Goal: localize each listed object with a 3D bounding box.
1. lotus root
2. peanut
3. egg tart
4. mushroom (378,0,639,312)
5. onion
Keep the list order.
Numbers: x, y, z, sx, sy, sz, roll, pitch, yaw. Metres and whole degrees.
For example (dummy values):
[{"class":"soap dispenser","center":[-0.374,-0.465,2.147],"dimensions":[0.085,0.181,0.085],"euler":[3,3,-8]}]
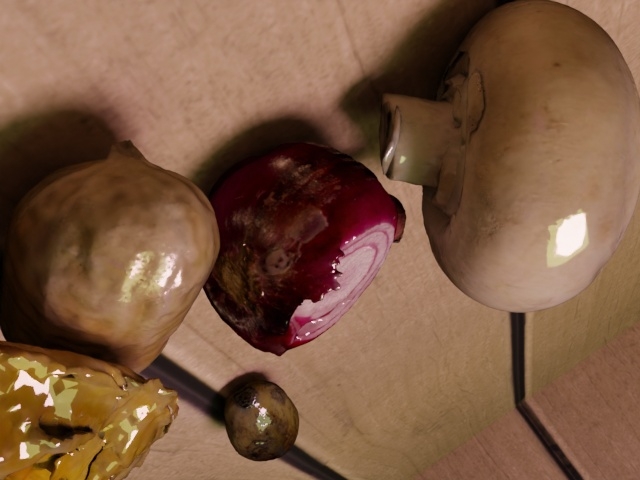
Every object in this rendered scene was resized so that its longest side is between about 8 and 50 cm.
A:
[{"class":"lotus root","center":[-0.071,0.219,1.256],"dimensions":[0.089,0.080,0.179],"euler":[-33,157,-6]},{"class":"peanut","center":[-0.145,0.021,0.678],"dimensions":[0.129,0.129,0.224],"euler":[-18,162,-36]},{"class":"egg tart","center":[-0.232,0.129,0.631],"dimensions":[0.297,0.132,0.297],"euler":[-2,157,-1]},{"class":"mushroom","center":[0.142,-0.070,0.828],"dimensions":[0.202,0.246,0.246],"euler":[11,145,-8]},{"class":"onion","center":[-0.011,-0.011,0.828],"dimensions":[0.198,0.135,0.173],"euler":[-32,162,-53]}]
